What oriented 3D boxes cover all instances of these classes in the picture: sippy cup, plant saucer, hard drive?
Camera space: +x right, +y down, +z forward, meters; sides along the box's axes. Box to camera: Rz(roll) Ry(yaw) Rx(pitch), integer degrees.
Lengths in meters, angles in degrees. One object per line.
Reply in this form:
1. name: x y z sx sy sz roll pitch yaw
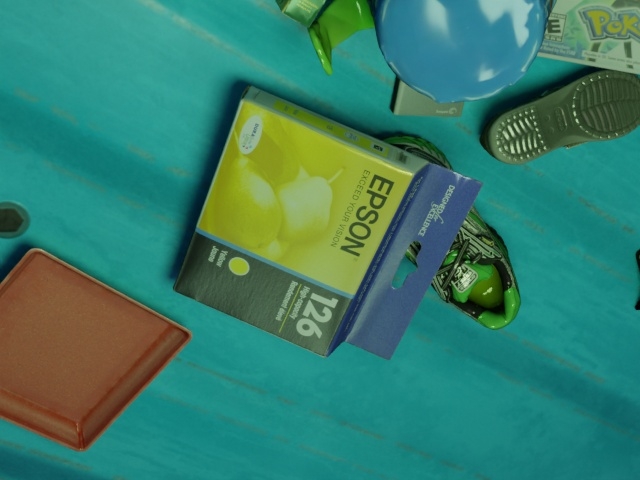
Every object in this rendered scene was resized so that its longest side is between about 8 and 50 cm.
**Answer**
1. sippy cup: 0.150 -0.263 1.077 0.240 0.224 0.305 31 122 -10
2. plant saucer: -0.350 0.144 1.355 0.259 0.048 0.258 34 109 -31
3. hard drive: 0.145 -0.221 1.267 0.094 0.022 0.135 0 123 -16

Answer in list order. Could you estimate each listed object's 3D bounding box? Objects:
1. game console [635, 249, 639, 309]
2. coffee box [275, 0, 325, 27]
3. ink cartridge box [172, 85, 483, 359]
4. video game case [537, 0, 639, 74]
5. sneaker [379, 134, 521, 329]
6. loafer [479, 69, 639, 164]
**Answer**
1. game console: 0.547 0.048 1.570 0.122 0.071 0.107 -16 96 -6
2. coffee box: 0.008 -0.334 1.097 0.040 0.113 0.184 22 116 -29
3. ink cartridge box: 0.000 0.000 1.265 0.307 0.072 0.303 24 121 1
4. video game case: 0.419 -0.307 1.140 0.329 0.036 0.300 13 140 13
5. sneaker: 0.166 -0.010 1.339 0.134 0.146 0.343 -42 122 13
6. loafer: 0.315 -0.165 1.327 0.251 0.087 0.094 -16 101 -19
